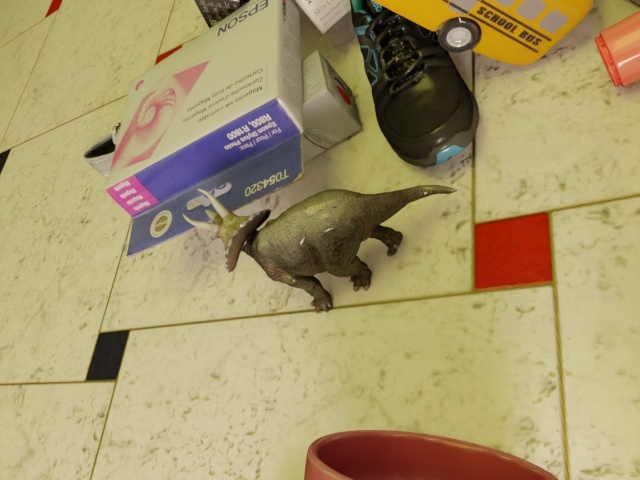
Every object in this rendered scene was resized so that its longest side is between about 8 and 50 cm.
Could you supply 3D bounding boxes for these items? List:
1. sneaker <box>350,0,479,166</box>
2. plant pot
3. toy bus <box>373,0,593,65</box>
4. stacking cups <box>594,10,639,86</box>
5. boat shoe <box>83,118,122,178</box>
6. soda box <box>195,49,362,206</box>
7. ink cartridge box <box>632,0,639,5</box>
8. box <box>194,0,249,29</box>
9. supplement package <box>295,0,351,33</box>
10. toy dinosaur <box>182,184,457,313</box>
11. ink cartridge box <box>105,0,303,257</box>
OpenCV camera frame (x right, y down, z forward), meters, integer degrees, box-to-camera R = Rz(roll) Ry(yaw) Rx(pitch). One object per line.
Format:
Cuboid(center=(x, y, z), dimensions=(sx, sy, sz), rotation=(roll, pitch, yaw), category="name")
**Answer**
Cuboid(center=(0.097, -0.240, 0.741), dimensions=(0.125, 0.140, 0.340), rotation=(-29, 52, 19), category="sneaker")
Cuboid(center=(0.079, 0.263, 0.444), dimensions=(0.201, 0.201, 0.180), rotation=(1, 82, 38), category="plant pot")
Cuboid(center=(0.129, -0.317, 0.636), dimensions=(0.130, 0.333, 0.108), rotation=(-42, 33, 54), category="toy bus")
Cuboid(center=(0.426, -0.240, 0.522), dimensions=(0.316, 0.096, 0.096), rotation=(-26, 52, 25), category="stacking cups")
Cuboid(center=(-0.377, -0.193, 1.117), dimensions=(0.228, 0.081, 0.079), rotation=(-22, 54, 27), category="boat shoe")
Cuboid(center=(-0.086, -0.154, 0.860), dimensions=(0.286, 0.098, 0.091), rotation=(-28, 50, 22), category="soda box")
Cuboid(center=(0.371, -0.420, 0.516), dimensions=(0.272, 0.309, 0.130), rotation=(-39, 48, 12), category="ink cartridge box")
Cuboid(center=(-0.152, -0.493, 0.947), dimensions=(0.307, 0.077, 0.242), rotation=(-116, 32, -78), category="box")
Cuboid(center=(0.042, -0.485, 0.885), dimensions=(0.262, 0.145, 0.204), rotation=(-39, 30, 14), category="supplement package")
Cuboid(center=(0.000, 0.000, 0.662), dimensions=(0.314, 0.160, 0.121), rotation=(-11, 61, 31), category="toy dinosaur")
Cuboid(center=(-0.173, -0.175, 0.827), dimensions=(0.324, 0.071, 0.330), rotation=(-22, 52, 27), category="ink cartridge box")
